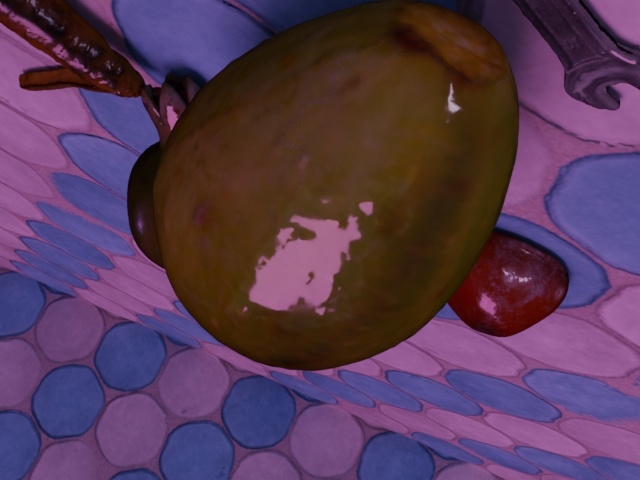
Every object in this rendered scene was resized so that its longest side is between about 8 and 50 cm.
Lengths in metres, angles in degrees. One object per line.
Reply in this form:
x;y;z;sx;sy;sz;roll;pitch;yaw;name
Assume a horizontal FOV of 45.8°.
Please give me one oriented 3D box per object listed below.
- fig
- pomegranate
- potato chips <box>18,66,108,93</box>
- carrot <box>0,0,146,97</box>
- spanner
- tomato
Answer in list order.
0.012;-0.043;0.573;0.258;0.258;0.326;29;147;-14;fig
-0.126;-0.059;0.808;0.179;0.179;0.211;19;148;15;pomegranate
-0.297;-0.186;0.888;0.203;0.026;0.037;9;169;35;potato chips
-0.291;-0.228;0.710;0.314;0.066;0.066;36;158;-29;carrot
0.113;-0.172;0.456;0.302;0.018;0.071;35;158;-30;spanner
0.188;0.056;0.841;0.159;0.091;0.139;28;159;-3;tomato
